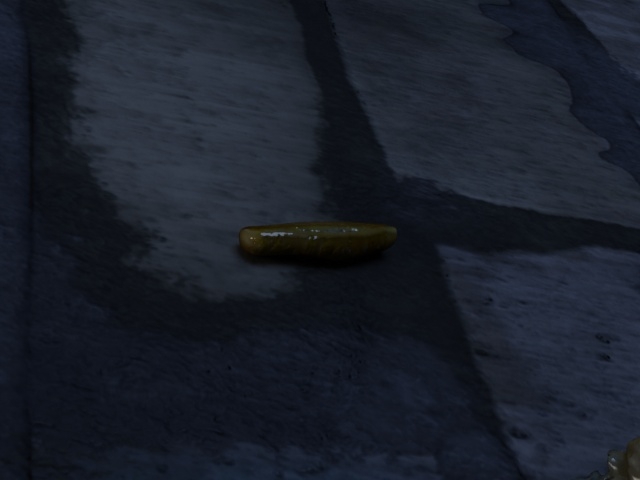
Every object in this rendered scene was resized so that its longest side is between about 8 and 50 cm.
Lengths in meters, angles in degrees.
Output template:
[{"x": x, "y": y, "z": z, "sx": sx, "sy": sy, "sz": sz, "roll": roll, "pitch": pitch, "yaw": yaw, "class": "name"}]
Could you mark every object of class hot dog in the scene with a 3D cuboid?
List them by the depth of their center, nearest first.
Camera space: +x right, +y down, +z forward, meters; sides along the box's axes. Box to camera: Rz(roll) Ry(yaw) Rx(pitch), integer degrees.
[{"x": 0.000, "y": 0.001, "z": 1.087, "sx": 0.137, "sy": 0.028, "sz": 0.044, "roll": 0, "pitch": 9, "yaw": -34, "class": "hot dog"}]

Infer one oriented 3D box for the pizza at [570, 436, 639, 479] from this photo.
[{"x": 0.403, "y": 0.222, "z": 0.791, "sx": 0.391, "sy": 0.080, "sz": 0.435, "roll": -13, "pitch": 40, "yaw": -14, "class": "pizza"}]
